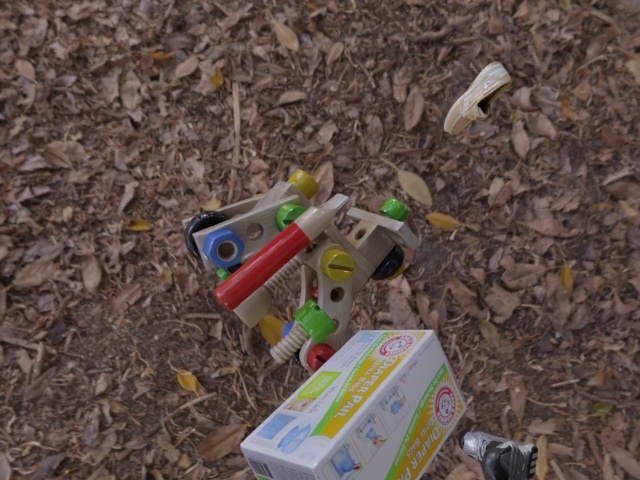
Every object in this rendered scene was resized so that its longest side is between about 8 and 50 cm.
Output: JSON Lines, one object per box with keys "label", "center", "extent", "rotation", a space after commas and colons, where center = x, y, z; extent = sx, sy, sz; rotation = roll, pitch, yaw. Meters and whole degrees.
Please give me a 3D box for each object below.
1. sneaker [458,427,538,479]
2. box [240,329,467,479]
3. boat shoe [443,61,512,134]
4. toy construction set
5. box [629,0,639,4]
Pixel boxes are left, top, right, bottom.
{"label": "sneaker", "center": [0.311, 0.403, 0.936], "extent": [0.132, 0.229, 0.086], "rotation": [7, 76, 40]}
{"label": "box", "center": [0.042, 0.187, 0.507], "extent": [0.203, 0.114, 0.103], "rotation": [-35, 106, -40]}
{"label": "boat shoe", "center": [0.308, -0.265, 0.982], "extent": [0.063, 0.170, 0.059], "rotation": [-16, 62, -35]}
{"label": "toy construction set", "center": [0.000, 0.000, 0.570], "extent": [0.237, 0.309, 0.257], "rotation": [-42, 91, -8]}
{"label": "box", "center": [0.511, -0.505, 0.765], "extent": [0.119, 0.182, 0.180], "rotation": [-6, 72, -33]}
